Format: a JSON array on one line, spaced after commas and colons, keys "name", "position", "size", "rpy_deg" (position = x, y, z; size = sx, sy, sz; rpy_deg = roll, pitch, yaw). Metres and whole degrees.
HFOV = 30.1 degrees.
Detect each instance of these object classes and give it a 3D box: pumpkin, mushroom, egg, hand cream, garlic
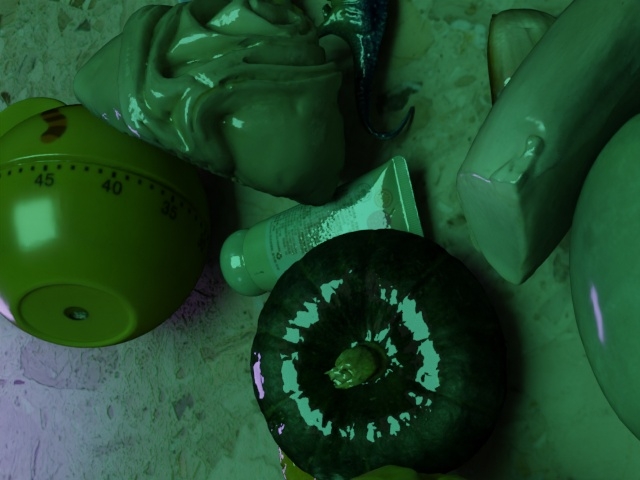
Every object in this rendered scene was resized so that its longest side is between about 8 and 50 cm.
[{"name": "pumpkin", "position": [0.063, 0.132, 1.344], "size": [0.300, 0.207, 0.300], "rpy_deg": [-2, 80, 13]}, {"name": "mushroom", "position": [0.264, -0.156, 1.190], "size": [0.137, 0.154, 0.407], "rpy_deg": [29, 87, 46]}, {"name": "egg", "position": [0.358, 0.039, 1.091], "size": [0.258, 0.258, 0.352], "rpy_deg": [-11, 77, 41]}, {"name": "hand cream", "position": [0.000, 0.000, 1.524], "size": [0.306, 0.093, 0.147], "rpy_deg": [-16, 84, 38]}, {"name": "garlic", "position": [0.243, -0.186, 1.322], "size": [0.115, 0.128, 0.207], "rpy_deg": [-11, 71, 17]}]

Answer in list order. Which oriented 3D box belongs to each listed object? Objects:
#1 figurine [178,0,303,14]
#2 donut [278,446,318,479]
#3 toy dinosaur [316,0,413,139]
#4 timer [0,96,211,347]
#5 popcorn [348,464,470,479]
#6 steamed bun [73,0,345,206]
[{"name": "figurine", "position": [-0.102, -0.337, 1.623], "size": [0.184, 0.128, 0.208], "rpy_deg": [16, 93, 39]}, {"name": "donut", "position": [0.028, 0.257, 1.500], "size": [0.178, 0.065, 0.162], "rpy_deg": [14, 91, 43]}, {"name": "toy dinosaur", "position": [0.044, -0.306, 1.520], "size": [0.147, 0.076, 0.363], "rpy_deg": [-1, 84, 38]}, {"name": "timer", "position": [-0.315, -0.054, 1.674], "size": [0.376, 0.376, 0.387], "rpy_deg": [-28, 46, 37]}, {"name": "popcorn", "position": [0.114, 0.409, 1.190], "size": [0.390, 0.344, 0.354], "rpy_deg": [-22, 114, 26]}, {"name": "steamed bun", "position": [-0.110, -0.196, 1.463], "size": [0.324, 0.309, 0.219], "rpy_deg": [37, 105, 56]}]
